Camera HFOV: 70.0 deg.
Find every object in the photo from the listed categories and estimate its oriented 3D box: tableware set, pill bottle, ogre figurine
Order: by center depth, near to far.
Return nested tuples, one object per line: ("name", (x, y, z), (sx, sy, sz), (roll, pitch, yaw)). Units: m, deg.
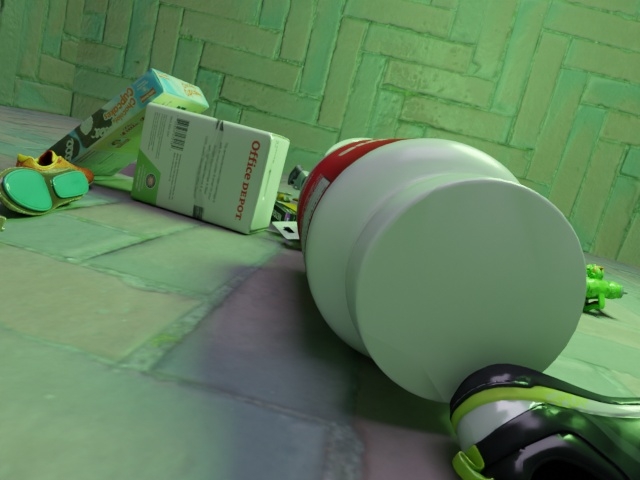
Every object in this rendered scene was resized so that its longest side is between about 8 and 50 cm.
("pill bottle", (0.092, -0.002, 0.525), (0.229, 0.229, 0.408), (13, 11, -8))
("ogre figurine", (0.574, 0.105, 1.006), (0.197, 0.097, 0.118), (27, -11, -14))
("tableware set", (-0.046, -0.099, 1.213), (0.154, 0.024, 0.104), (12, -4, 6))

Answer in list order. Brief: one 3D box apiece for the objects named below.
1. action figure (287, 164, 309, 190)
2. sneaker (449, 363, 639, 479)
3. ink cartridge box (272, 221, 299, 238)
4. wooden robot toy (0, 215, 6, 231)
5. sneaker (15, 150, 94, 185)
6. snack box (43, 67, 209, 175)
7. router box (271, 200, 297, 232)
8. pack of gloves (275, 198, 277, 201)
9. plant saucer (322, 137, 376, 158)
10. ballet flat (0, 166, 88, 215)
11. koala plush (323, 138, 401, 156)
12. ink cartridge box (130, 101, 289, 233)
("action figure", (0.011, -0.127, 1.435), (0.185, 0.099, 0.285), (13, 23, -45))
("sneaker", (0.193, 0.159, 0.303), (0.234, 0.084, 0.097), (13, 35, -4))
("ink cartridge box", (0.000, 0.000, 0.937), (0.179, 0.045, 0.145), (0, 15, -18))
("wooden robot toy", (-0.430, -0.041, 0.475), (0.173, 0.076, 0.079), (7, 2, -35))
("sneaker", (-0.491, -0.133, 0.867), (0.064, 0.067, 0.175), (14, 9, 8))
("snack box", (-0.428, -0.251, 1.028), (0.322, 0.060, 0.187), (-29, -1, 15))
("router box", (-0.046, -0.051, 1.084), (0.133, 0.046, 0.179), (10, 10, -22))
("pack of gloves", (-0.139, -0.110, 1.278), (0.232, 0.046, 0.195), (19, 11, 26))
("plant saucer", (0.174, -0.109, 1.238), (0.400, 0.100, 0.400), (13, 49, -15))
("ballet flat", (-0.427, -0.071, 0.681), (0.067, 0.073, 0.206), (-13, 7, 3))
("koala plush", (0.074, -0.080, 0.843), (0.203, 0.196, 0.221), (-25, 25, 0))
("ink cartridge box", (-0.223, -0.146, 0.932), (0.273, 0.198, 0.115), (17, 10, 12))
